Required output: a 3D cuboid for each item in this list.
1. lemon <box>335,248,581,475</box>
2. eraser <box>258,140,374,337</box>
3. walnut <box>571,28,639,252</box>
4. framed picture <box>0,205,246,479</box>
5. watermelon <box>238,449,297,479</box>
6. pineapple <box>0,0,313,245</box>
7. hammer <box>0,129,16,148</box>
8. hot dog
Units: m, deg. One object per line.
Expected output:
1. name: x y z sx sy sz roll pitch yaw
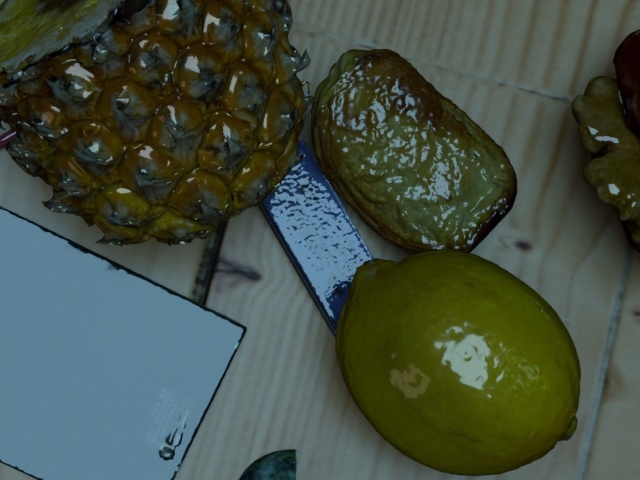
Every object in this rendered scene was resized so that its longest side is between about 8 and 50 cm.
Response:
1. lemon: 0.148 0.133 1.462 0.236 0.236 0.263 -38 62 -10
2. eraser: 0.000 0.000 1.556 0.082 0.036 0.225 -29 87 -12
3. walnut: 0.395 -0.101 1.537 0.244 0.221 0.269 -21 70 -18
4. framed picture: -0.287 0.136 1.513 0.339 0.014 0.255 26 81 -3
5. watermelon: -0.053 0.276 1.515 0.085 0.085 0.061 -43 119 -11
6. pineapple: -0.180 -0.168 1.406 0.352 0.352 0.300 -36 126 -10
7. hammer: -0.334 -0.128 1.534 0.083 0.031 0.052 -31 84 -4
8. hot dog: 0.097 -0.102 1.544 0.259 0.114 0.175 45 81 -6
